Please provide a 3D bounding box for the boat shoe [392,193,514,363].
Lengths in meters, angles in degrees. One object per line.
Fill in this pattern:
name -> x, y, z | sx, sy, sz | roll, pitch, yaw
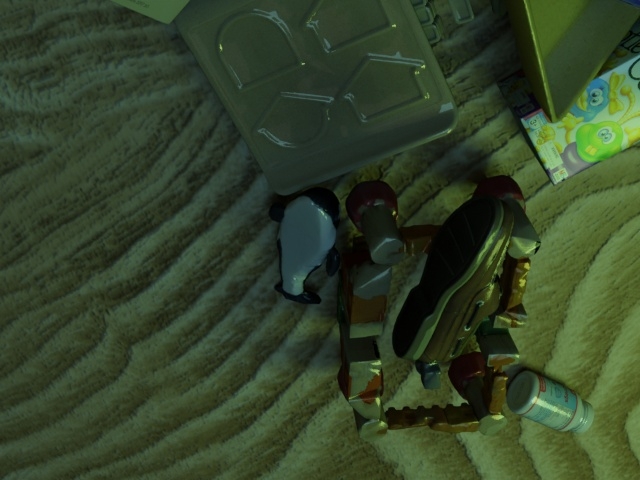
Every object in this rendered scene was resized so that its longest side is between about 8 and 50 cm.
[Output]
boat shoe -> 0.214, 0.060, 1.379 | 0.104, 0.111, 0.307 | 13, 129, -20

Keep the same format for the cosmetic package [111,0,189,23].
cosmetic package -> -0.174, -0.446, 1.214 | 0.309, 0.113, 0.160 | -43, 159, 21

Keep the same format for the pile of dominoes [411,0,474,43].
pile of dominoes -> 0.101, -0.397, 1.351 | 0.196, 0.040, 0.251 | -10, 125, 25

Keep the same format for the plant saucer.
plant saucer -> 0.346, -0.385, 1.261 | 0.333, 0.081, 0.333 | -50, 141, -17

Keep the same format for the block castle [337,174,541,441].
block castle -> 0.182, 0.114, 1.590 | 0.303, 0.213, 0.453 | -3, 123, -7

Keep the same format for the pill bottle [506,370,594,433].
pill bottle -> 0.450, 0.320, 1.819 | 0.160, 0.087, 0.087 | 24, 117, -20

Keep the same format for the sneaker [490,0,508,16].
sneaker -> 0.204, -0.503, 1.274 | 0.182, 0.158, 0.410 | 8, 133, 28

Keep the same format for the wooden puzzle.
wooden puzzle -> -0.002, -0.269, 1.388 | 0.322, 0.080, 0.348 | -20, 118, 17

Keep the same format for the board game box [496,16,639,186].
board game box -> 0.438, -0.231, 1.436 | 0.275, 0.144, 0.142 | -29, 121, 11

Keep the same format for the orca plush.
orca plush -> 0.000, 0.000, 1.562 | 0.102, 0.151, 0.287 | -38, 145, -31

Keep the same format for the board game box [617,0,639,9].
board game box -> 0.502, -0.448, 1.177 | 0.232, 0.141, 0.291 | -17, 129, -31
